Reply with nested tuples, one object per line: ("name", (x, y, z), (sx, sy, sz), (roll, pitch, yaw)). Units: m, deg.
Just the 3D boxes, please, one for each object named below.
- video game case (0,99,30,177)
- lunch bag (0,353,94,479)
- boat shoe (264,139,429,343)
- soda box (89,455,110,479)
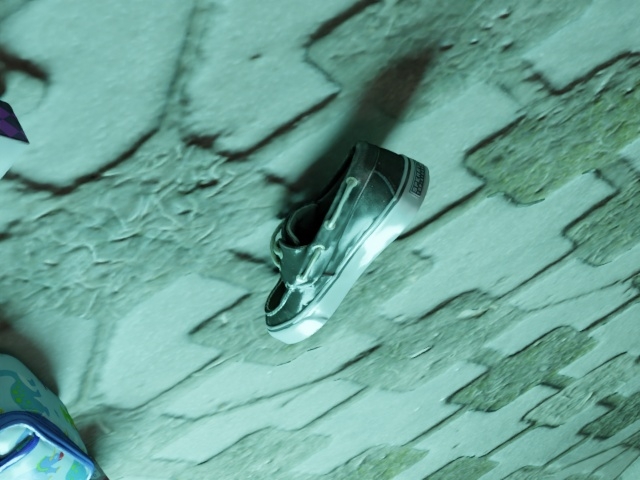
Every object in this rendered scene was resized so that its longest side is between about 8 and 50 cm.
("video game case", (-0.304, -0.016, 0.616), (0.210, 0.042, 0.232), (-44, 150, 19))
("lunch bag", (-0.298, 0.186, 0.907), (0.219, 0.090, 0.176), (-30, 150, -6))
("boat shoe", (0.000, 0.000, 0.936), (0.070, 0.078, 0.219), (24, 131, -17))
("soda box", (-0.293, 0.301, 1.047), (0.263, 0.092, 0.083), (-25, 135, -29))
